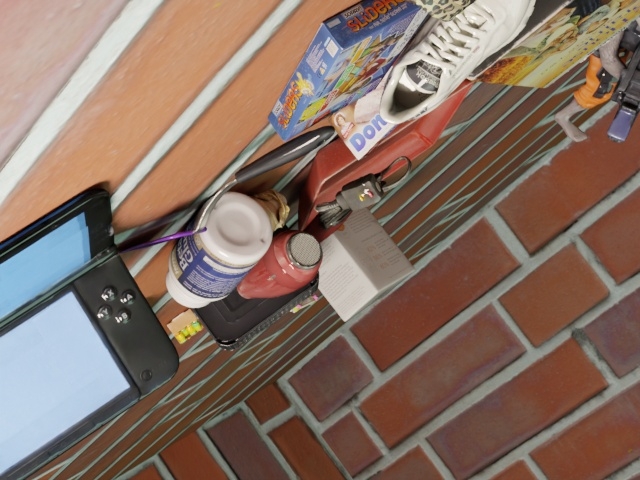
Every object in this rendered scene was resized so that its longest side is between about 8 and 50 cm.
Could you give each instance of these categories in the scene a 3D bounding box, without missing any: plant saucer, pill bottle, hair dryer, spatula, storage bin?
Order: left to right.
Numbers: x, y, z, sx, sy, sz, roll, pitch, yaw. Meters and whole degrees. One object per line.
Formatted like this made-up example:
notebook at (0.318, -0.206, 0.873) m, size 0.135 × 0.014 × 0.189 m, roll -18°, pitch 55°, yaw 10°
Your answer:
pill bottle at (-0.131, 0.018, 1.604) m, size 0.094 × 0.094 × 0.169 m, roll -31°, pitch 170°, yaw -36°
spatula at (-0.104, -0.050, 1.452) m, size 0.296 × 0.030 × 0.084 m, roll -34°, pitch 173°, yaw 23°
storage bin at (-0.101, 0.064, 1.891) m, size 0.180 × 0.122 × 0.084 m, roll -36°, pitch 172°, yaw -6°
hair dryer at (0.000, 0.000, 1.766) m, size 0.293 × 0.080 × 0.223 m, roll -34°, pitch 178°, yaw 19°
plant saucer at (0.075, -0.127, 1.824) m, size 0.259 × 0.047 × 0.258 m, roll -34°, pitch 172°, yaw -15°

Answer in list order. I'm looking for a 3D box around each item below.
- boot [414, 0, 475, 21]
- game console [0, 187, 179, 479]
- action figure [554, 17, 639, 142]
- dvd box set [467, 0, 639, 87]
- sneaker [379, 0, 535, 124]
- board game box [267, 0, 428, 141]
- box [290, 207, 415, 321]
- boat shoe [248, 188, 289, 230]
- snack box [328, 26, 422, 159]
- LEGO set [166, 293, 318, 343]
boot at (0.182, -0.286, 1.246) m, size 0.179 × 0.085 × 0.236 m, roll -38°, pitch 166°, yaw 24°
game console at (-0.290, 0.119, 1.278) m, size 0.293 × 0.250 × 0.173 m, roll -34°, pitch -162°, yaw -16°
action figure at (0.440, -0.290, 2.019) m, size 0.341 × 0.179 × 0.330 m, roll -60°, pitch 179°, yaw -29°
dvd box set at (0.338, -0.306, 1.622) m, size 0.308 × 0.062 × 0.420 m, roll -38°, pitch 171°, yaw 19°
sneaker at (0.146, -0.213, 1.379) m, size 0.235 × 0.090 × 0.095 m, roll -54°, pitch 174°, yaw 35°
board game box at (0.032, -0.186, 1.342) m, size 0.136 × 0.035 × 0.201 m, roll -32°, pitch 171°, yaw -28°
box at (0.045, 0.023, 2.101) m, size 0.091 × 0.170 × 0.130 m, roll -44°, pitch 169°, yaw 35°
boat shoe at (-0.070, -0.039, 1.676) m, size 0.059 × 0.063 × 0.170 m, roll -39°, pitch -178°, yaw -5°
snack box at (0.080, -0.170, 1.530) m, size 0.022 × 0.064 × 0.178 m, roll -31°, pitch 170°, yaw -47°
LEGO set at (-0.106, 0.104, 2.151) m, size 0.287 × 0.107 × 0.132 m, roll -30°, pitch 170°, yaw -38°
